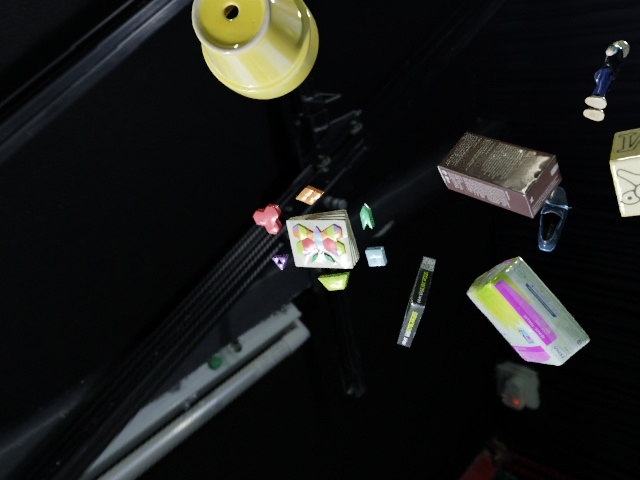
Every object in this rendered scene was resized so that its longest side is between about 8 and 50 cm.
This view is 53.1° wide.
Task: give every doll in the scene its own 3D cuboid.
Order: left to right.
[{"bbox_3d":[0.590,-0.338,1.320,0.189,0.046,0.129,-62,-26,-20],"label":"doll"}]

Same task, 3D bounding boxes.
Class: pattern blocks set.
[{"bbox_3d":[0.000,0.000,1.639,0.286,0.324,0.026,65,-147,-14],"label":"pattern blocks set"}]

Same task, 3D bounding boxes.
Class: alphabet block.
[{"bbox_3d":[0.935,-0.200,1.788,0.193,0.197,0.193,-52,-54,-47],"label":"alphabet block"}]

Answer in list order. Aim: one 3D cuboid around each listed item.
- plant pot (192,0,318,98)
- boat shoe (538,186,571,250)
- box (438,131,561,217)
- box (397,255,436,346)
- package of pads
[{"bbox_3d":[-0.150,-0.446,1.352,0.239,0.253,0.254,-4,-75,-78],"label":"plant pot"},{"bbox_3d":[0.865,-0.089,2.361,0.089,0.108,0.259,53,-135,-59],"label":"boat shoe"},{"bbox_3d":[0.635,-0.242,2.289,0.191,0.381,0.143,-49,-47,-13],"label":"box"},{"bbox_3d":[0.272,0.172,1.812,0.184,0.045,0.191,103,-172,-45],"label":"box"},{"bbox_3d":[0.444,0.158,1.425,0.101,0.229,0.296,-39,-10,-3],"label":"package of pads"}]
